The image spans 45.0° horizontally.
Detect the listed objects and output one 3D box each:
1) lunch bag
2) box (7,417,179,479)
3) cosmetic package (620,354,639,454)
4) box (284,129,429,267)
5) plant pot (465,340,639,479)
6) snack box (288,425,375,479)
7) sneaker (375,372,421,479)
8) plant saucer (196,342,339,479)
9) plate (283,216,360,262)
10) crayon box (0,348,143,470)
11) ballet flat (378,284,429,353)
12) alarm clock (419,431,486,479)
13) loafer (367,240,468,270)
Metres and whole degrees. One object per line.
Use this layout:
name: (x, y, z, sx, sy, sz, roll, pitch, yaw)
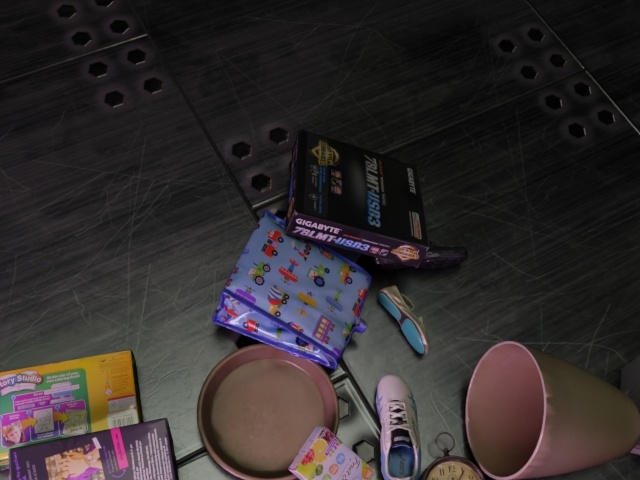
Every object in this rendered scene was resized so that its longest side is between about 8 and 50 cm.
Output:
lunch bag: (-0.035, 0.110, 1.571, 0.293, 0.138, 0.220, 25, 55, -1)
box: (-0.388, 0.424, 1.359, 0.271, 0.165, 0.143, -9, 64, -11)
cosmetic package: (0.705, 0.334, 1.556, 0.152, 0.151, 0.183, 14, 62, 0)
box: (0.078, -0.094, 1.668, 0.294, 0.073, 0.295, 15, 41, -11)
plant pot: (0.465, 0.339, 1.490, 0.274, 0.256, 0.256, 11, 60, -19)
snack box: (0.023, 0.430, 1.450, 0.141, 0.037, 0.100, 45, 64, -14)
sneaker: (0.155, 0.368, 1.506, 0.085, 0.086, 0.237, -1, 61, -6)
plant saucer: (-0.102, 0.337, 1.514, 0.278, 0.041, 0.277, 3, 62, -6)
plate: (0.000, 0.000, 1.716, 0.188, 0.024, 0.188, 3, 62, -5)
crayon box: (-0.481, 0.316, 1.452, 0.279, 0.081, 0.165, -9, 63, -12)
ballet flat: (0.189, 0.161, 1.638, 0.052, 0.057, 0.168, -24, 68, -29)
alarm clock: (0.249, 0.462, 1.478, 0.130, 0.064, 0.191, 0, 64, -7)
loafer: (0.213, 0.020, 1.703, 0.224, 0.076, 0.078, -1, 70, -4)
